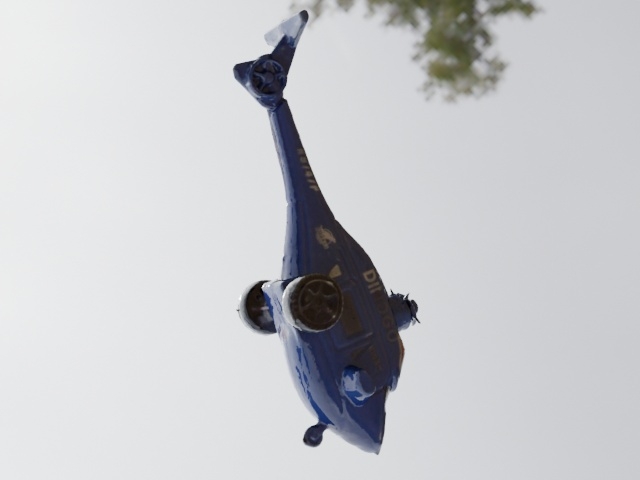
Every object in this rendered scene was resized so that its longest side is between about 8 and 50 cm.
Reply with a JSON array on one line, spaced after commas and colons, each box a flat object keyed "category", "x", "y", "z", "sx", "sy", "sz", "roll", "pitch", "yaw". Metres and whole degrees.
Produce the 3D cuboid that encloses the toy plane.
[{"category": "toy plane", "x": 0.000, "y": 0.000, "z": 0.556, "sx": 0.062, "sy": 0.054, "sz": 0.167, "roll": -17, "pitch": -87, "yaw": -25}]
